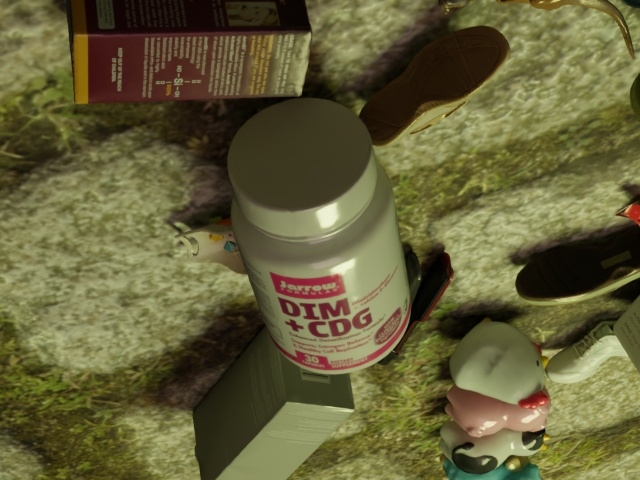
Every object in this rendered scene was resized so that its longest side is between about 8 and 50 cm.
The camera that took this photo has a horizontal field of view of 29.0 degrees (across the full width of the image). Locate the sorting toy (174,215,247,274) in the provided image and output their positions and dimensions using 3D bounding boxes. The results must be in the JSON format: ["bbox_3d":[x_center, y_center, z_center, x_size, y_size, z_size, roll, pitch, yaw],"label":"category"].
[{"bbox_3d":[-0.111,0.001,1.304,0.075,0.045,0.083,-11,145,10],"label":"sorting toy"}]

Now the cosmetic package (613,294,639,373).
[{"bbox_3d":[0.491,0.108,1.509,0.151,0.151,0.183,13,125,-32],"label":"cosmetic package"}]

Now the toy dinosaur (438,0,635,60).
[{"bbox_3d":[0.209,-0.223,1.095,0.211,0.064,0.112,6,162,-14],"label":"toy dinosaur"}]

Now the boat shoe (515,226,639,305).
[{"bbox_3d":[0.325,0.042,1.473,0.190,0.068,0.072,-15,156,2],"label":"boat shoe"}]

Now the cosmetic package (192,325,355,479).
[{"bbox_3d":[-0.064,0.212,1.528,0.107,0.127,0.238,10,140,-27],"label":"cosmetic package"}]

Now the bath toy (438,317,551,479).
[{"bbox_3d":[0.246,0.229,1.646,0.151,0.129,0.348,-40,151,-21],"label":"bath toy"}]

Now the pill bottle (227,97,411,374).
[{"bbox_3d":[0.000,0.000,1.231,0.160,0.160,0.283,-13,144,1],"label":"pill bottle"}]

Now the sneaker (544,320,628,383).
[{"bbox_3d":[0.362,0.136,1.624,0.152,0.054,0.061,-25,137,4],"label":"sneaker"}]

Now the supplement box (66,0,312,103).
[{"bbox_3d":[-0.109,-0.176,1.008,0.188,0.104,0.081,-3,144,-13],"label":"supplement box"}]

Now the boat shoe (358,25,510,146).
[{"bbox_3d":[0.111,-0.147,1.158,0.170,0.063,0.059,-30,174,34],"label":"boat shoe"}]

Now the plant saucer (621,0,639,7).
[{"bbox_3d":[0.309,-0.255,1.089,0.119,0.021,0.119,-15,147,-10],"label":"plant saucer"}]

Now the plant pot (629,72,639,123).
[{"bbox_3d":[0.438,-0.189,1.041,0.276,0.276,0.254,2,126,-20],"label":"plant pot"}]

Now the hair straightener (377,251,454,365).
[{"bbox_3d":[0.077,0.089,1.483,0.089,0.047,0.230,3,146,-20],"label":"hair straightener"}]

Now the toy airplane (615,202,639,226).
[{"bbox_3d":[0.400,-0.056,1.389,0.151,0.028,0.151,-9,145,-6],"label":"toy airplane"}]
